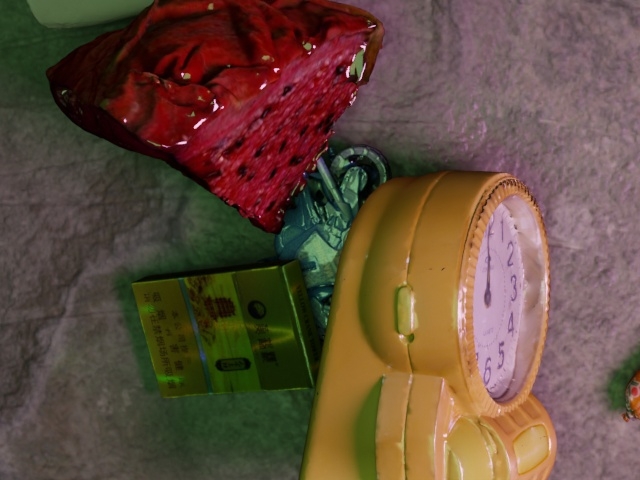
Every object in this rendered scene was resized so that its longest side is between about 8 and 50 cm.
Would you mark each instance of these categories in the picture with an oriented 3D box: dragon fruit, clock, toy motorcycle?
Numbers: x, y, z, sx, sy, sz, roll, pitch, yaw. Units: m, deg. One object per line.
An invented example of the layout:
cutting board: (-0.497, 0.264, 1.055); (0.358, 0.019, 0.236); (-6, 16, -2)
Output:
dragon fruit: (-0.083, -0.110, 1.621); (0.302, 0.330, 0.240); (-29, 95, 12)
clock: (0.106, 0.092, 1.677); (0.200, 0.244, 0.317); (6, 100, 23)
toy motorcycle: (0.000, 0.000, 1.764); (0.114, 0.076, 0.205); (16, 103, 14)

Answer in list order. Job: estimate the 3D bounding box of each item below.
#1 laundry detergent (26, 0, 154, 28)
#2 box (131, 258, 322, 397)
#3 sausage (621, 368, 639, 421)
laundry detergent: (-0.121, -0.306, 1.714); (0.335, 0.088, 0.159); (-16, 94, 12)
box: (-0.088, 0.086, 1.776); (0.193, 0.030, 0.121); (-7, 102, 38)
sausage: (0.403, 0.049, 1.706); (0.053, 0.053, 0.348); (45, 105, -1)
